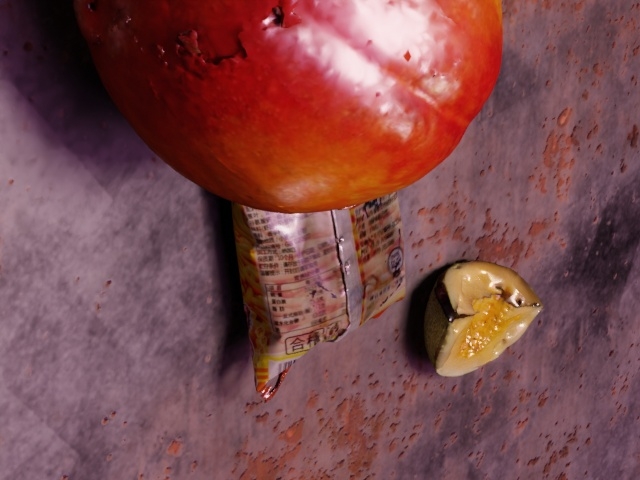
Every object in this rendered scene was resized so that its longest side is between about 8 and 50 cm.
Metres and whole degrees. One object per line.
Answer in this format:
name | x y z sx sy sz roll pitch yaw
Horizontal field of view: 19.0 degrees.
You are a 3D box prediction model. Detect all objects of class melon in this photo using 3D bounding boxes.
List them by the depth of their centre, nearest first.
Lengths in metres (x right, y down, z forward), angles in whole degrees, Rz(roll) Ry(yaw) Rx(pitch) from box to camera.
melon | 0.158 0.088 2.129 0.160 0.079 0.128 -7 132 -46

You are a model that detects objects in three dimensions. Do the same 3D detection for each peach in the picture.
peach | -0.025 -0.195 1.577 0.370 0.370 0.370 -24 125 -38

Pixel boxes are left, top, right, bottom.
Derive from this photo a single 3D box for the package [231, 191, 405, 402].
package | 0.005 -0.004 1.887 0.223 0.108 0.288 -30 126 -36
